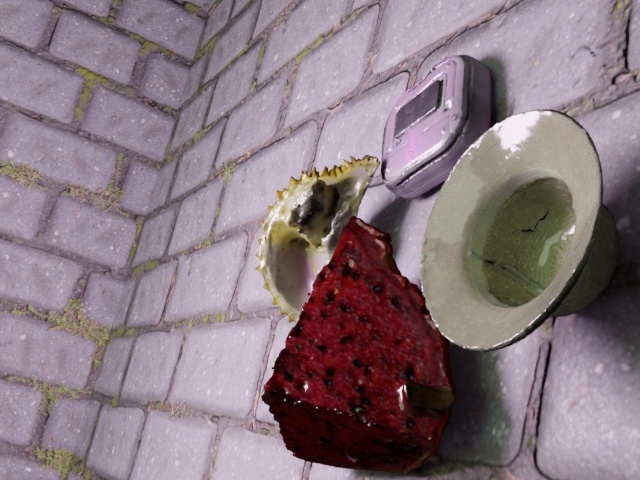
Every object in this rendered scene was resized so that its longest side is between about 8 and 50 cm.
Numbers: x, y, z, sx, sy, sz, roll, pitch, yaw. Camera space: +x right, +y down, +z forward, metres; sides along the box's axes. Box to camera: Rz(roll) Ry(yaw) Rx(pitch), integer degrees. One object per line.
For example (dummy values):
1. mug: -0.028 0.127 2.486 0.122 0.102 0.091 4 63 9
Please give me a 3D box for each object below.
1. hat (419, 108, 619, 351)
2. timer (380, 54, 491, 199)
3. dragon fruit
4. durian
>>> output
1. hat: 0.230 0.006 0.761 0.257 0.130 0.257 -45 34 42
2. timer: 0.166 -0.169 1.093 0.208 0.069 0.190 -38 37 50
3. dragon fruit: 0.043 0.122 0.926 0.302 0.240 0.330 -8 70 41
4. durian: 0.000 0.000 1.160 0.166 0.172 0.306 33 107 60
